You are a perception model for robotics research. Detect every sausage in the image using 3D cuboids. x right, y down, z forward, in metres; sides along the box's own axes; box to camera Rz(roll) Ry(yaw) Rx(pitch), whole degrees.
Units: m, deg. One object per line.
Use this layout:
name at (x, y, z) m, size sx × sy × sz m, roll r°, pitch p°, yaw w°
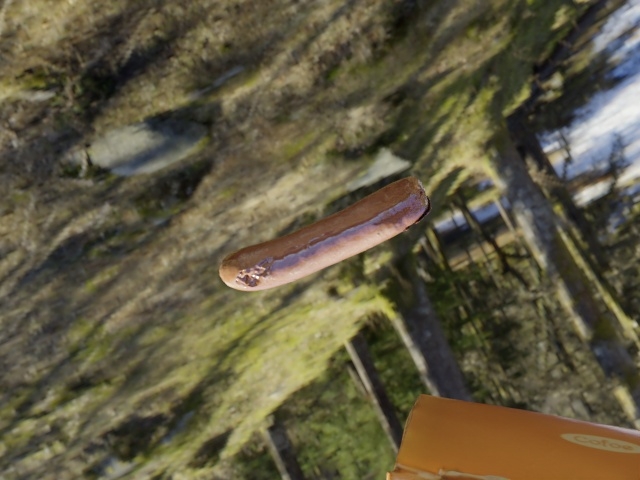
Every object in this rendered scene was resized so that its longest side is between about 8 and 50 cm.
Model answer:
sausage at (0.000, 0.000, 0.746) m, size 0.186 × 0.043 × 0.043 m, roll -23°, pitch 170°, yaw 18°

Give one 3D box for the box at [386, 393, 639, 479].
box at (0.127, 0.264, 0.452) m, size 0.225 × 0.341 × 0.143 m, roll 8°, pitch -177°, yaw 11°
